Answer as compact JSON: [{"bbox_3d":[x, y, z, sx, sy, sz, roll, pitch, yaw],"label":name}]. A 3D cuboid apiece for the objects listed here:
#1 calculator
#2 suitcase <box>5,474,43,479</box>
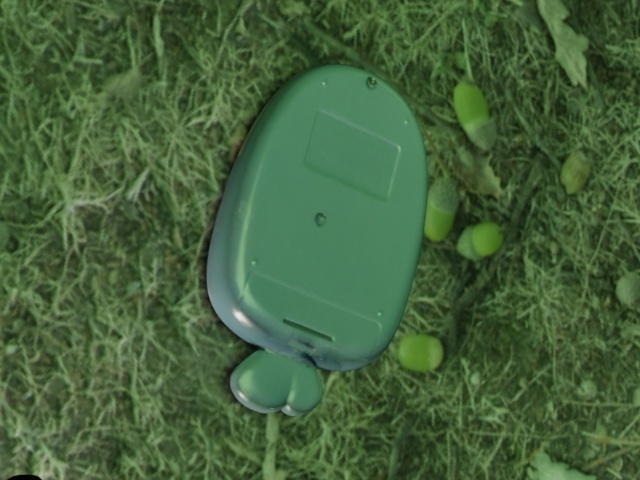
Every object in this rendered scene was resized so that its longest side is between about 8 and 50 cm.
[{"bbox_3d":[0.000,0.000,1.647,0.188,0.042,0.303,22,73,-29],"label":"calculator"},{"bbox_3d":[-0.328,0.284,1.258,0.339,0.345,0.188,-41,113,-27],"label":"suitcase"}]
